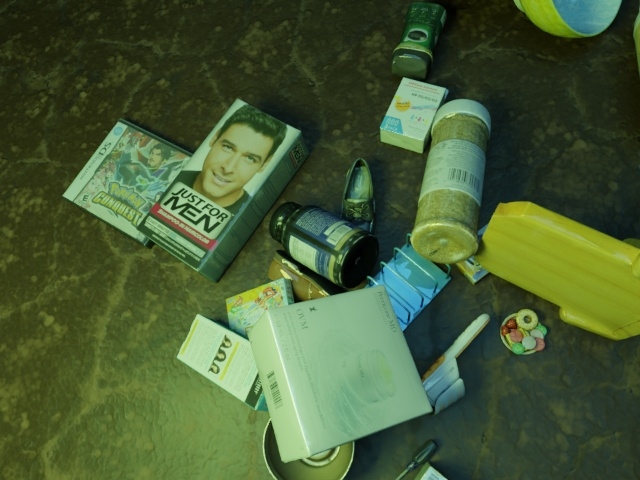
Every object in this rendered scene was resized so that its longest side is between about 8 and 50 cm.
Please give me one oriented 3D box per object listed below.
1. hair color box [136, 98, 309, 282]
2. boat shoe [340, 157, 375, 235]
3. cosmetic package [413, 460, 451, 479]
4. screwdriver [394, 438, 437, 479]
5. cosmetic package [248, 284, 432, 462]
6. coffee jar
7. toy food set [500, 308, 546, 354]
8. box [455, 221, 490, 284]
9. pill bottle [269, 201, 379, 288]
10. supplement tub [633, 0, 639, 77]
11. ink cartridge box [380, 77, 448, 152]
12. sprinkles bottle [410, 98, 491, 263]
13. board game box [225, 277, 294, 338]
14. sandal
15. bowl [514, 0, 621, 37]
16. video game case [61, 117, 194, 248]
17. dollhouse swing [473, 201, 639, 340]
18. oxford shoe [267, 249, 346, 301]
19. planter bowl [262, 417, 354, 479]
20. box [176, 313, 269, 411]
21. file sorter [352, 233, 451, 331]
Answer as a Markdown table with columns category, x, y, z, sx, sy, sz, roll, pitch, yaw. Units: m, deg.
| category | x | y | z | sx | sy | sz | roll | pitch | yaw |
| --- | --- | --- | --- | --- | --- | --- | --- | --- | --- |
| hair color box | -0.211 | -0.114 | 1.109 | 0.186 | 0.113 | 0.374 | 31 | 78 | 18 |
| boat shoe | 0.079 | -0.074 | 1.068 | 0.080 | 0.073 | 0.223 | 0 | 71 | 9 |
| cosmetic package | 0.141 | 0.501 | 0.846 | 0.061 | 0.099 | 0.239 | 35 | 80 | 16 |
| screwdriver | 0.152 | 0.432 | 0.914 | 0.170 | 0.025 | 0.024 | -45 | 71 | 2 |
| cosmetic package | 0.027 | 0.215 | 0.823 | 0.225 | 0.138 | 0.223 | -9 | 68 | -27 |
| coffee jar | 0.233 | -0.472 | 1.176 | 0.096 | 0.079 | 0.184 | 15 | 72 | 14 |
| toy food set | 0.393 | 0.180 | 0.956 | 0.083 | 0.020 | 0.082 | -25 | 69 | 0 |
| box | 0.342 | 0.019 | 1.018 | 0.136 | 0.028 | 0.081 | -38 | 69 | -3 |
| pill bottle | 0.000 | 0.000 | 1.012 | 0.219 | 0.123 | 0.122 | 29 | 77 | 36 |
| supplement tub | 0.766 | -0.378 | 0.973 | 0.241 | 0.241 | 0.330 | 2 | 71 | 10 |
| ink cartridge box | 0.218 | -0.302 | 1.131 | 0.105 | 0.061 | 0.181 | 21 | 75 | 16 |
| sprinkles bottle | 0.263 | -0.126 | 0.976 | 0.122 | 0.121 | 0.355 | 10 | 54 | 13 |
| board game box | -0.123 | 0.150 | 1.019 | 0.154 | 0.026 | 0.103 | -22 | 67 | 25 |
| sandal | 0.246 | 0.248 | 0.914 | 0.265 | 0.102 | 0.076 | -44 | 69 | -9 |
| bowl | 0.531 | -0.592 | 1.114 | 0.289 | 0.289 | 0.156 | -57 | 29 | -11 |
| video game case | -0.452 | -0.146 | 1.201 | 0.275 | 0.035 | 0.248 | 27 | 77 | 17 |
| dollhouse swing | 0.493 | -0.017 | 0.835 | 0.315 | 0.346 | 0.305 | -44 | 70 | -7 |
| oxford shoe | -0.020 | 0.104 | 1.035 | 0.212 | 0.076 | 0.075 | 32 | 104 | 21 |
| planter bowl | -0.013 | 0.372 | 0.909 | 0.162 | 0.109 | 0.161 | -3 | 71 | 9 |
| box | -0.168 | 0.232 | 0.958 | 0.245 | 0.060 | 0.100 | 18 | 79 | 38 |
| file sorter | 0.162 | 0.088 | 0.982 | 0.118 | 0.104 | 0.170 | 42 | 81 | 19 |
